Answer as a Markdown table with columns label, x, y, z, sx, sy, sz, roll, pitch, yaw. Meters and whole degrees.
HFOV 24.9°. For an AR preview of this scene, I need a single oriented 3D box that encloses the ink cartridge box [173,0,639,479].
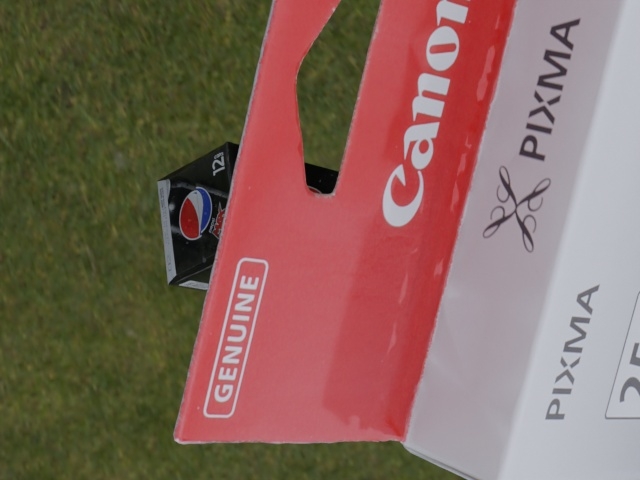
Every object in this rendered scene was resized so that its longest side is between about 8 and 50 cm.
| label | x | y | z | sx | sy | sz | roll | pitch | yaw |
| --- | --- | --- | --- | --- | --- | --- | --- | --- | --- |
| ink cartridge box | 0.089 | -0.045 | 0.592 | 0.261 | 0.066 | 0.296 | 7 | 99 | -45 |

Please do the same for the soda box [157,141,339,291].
| label | x | y | z | sx | sy | sz | roll | pitch | yaw |
| --- | --- | --- | --- | --- | --- | --- | --- | --- | --- |
| soda box | 0.000 | 0.000 | 0.732 | 0.053 | 0.060 | 0.169 | -25 | 154 | 39 |
